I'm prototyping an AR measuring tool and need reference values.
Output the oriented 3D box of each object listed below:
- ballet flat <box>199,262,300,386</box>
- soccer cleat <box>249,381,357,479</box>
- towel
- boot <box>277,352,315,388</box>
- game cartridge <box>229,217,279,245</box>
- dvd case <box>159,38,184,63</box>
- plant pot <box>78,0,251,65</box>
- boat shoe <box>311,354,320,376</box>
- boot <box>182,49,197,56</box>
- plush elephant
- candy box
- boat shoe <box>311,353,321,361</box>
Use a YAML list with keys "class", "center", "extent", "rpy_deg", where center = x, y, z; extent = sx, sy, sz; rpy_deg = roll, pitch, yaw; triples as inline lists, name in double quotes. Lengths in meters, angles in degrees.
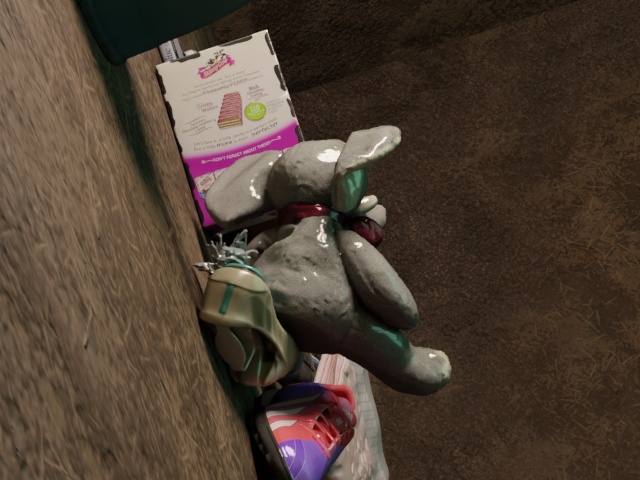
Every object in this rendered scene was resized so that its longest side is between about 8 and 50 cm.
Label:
- class: "ballet flat"
  center: [-0.078, 0.112, 1.322]
  extent: [0.248, 0.086, 0.086]
  rpy_deg: [68, 3, -59]
- class: "soccer cleat"
  center: [-0.012, 0.222, 1.422]
  extent: [0.318, 0.116, 0.109]
  rpy_deg: [-104, 176, -86]
- class: "towel"
  center: [0.044, 0.318, 1.779]
  extent: [0.317, 0.053, 0.332]
  rpy_deg: [-71, 153, -63]
- class: "boot"
  center: [-0.041, 0.200, 1.734]
  extent: [0.208, 0.076, 0.190]
  rpy_deg: [77, -5, -70]
- class: "game cartridge"
  center: [-0.092, -0.082, 1.794]
  extent: [0.324, 0.052, 0.285]
  rpy_deg: [126, -52, -68]
- class: "dvd case"
  center: [-0.230, -0.305, 1.830]
  extent: [0.180, 0.022, 0.253]
  rpy_deg: [-109, -179, -75]
- class: "plant pot"
  center: [-0.126, -0.342, 1.204]
  extent: [0.271, 0.255, 0.272]
  rpy_deg: [-18, 90, -89]
- class: "boat shoe"
  center: [-0.034, 0.234, 2.159]
  extent: [0.066, 0.066, 0.183]
  rpy_deg: [-100, 164, -49]
- class: "boot"
  center: [-0.173, -0.268, 2.009]
  extent: [0.190, 0.086, 0.069]
  rpy_deg: [93, -26, -74]
- class: "plush elephant"
  center: [0.000, 0.000, 1.452]
  extent: [0.330, 0.271, 0.255]
  rpy_deg: [45, 56, -43]
- class: "candy box"
  center: [-0.107, -0.139, 1.608]
  extent: [0.071, 0.159, 0.233]
  rpy_deg: [74, -1, -77]
- class: "boat shoe"
  center: [0.013, 0.308, 2.289]
  extent: [0.112, 0.095, 0.335]
  rpy_deg: [70, 2, -76]
